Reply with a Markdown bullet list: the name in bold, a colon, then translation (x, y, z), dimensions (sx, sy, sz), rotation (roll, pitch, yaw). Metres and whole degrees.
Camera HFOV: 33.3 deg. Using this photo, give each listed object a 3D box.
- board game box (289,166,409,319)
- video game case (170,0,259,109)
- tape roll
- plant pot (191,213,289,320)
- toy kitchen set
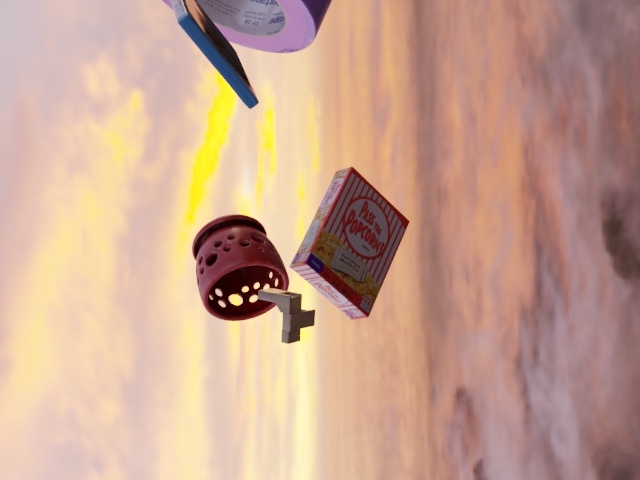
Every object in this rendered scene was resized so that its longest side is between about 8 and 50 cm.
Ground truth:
- **board game box**: translation (0.049, 0.004, 1.689), dimensions (0.045, 0.146, 0.194), rotation (-13, 44, 49)
- **video game case**: translation (-0.117, -0.213, 1.127), dimensions (0.119, 0.015, 0.166), rotation (50, -172, -30)
- **tape roll**: translation (-0.117, -0.375, 1.502), dimensions (0.275, 0.274, 0.090), rotation (89, -157, -72)
- **plant pot**: translation (-0.177, 0.050, 2.299), dimensions (0.191, 0.191, 0.174), rotation (89, 166, -49)
- **toy kitchen set**: translation (-0.059, 0.128, 1.855), dimensions (0.068, 0.075, 0.083), rotation (-7, -78, -51)
